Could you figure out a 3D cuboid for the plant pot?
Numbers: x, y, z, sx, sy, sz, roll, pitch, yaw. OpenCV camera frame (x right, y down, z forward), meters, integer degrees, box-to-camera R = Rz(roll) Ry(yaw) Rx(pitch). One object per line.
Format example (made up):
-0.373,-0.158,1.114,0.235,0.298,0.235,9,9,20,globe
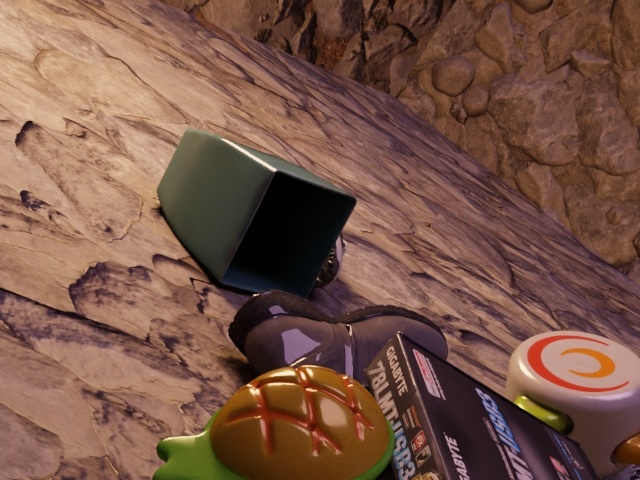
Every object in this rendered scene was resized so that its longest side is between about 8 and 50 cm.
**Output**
-0.110,-0.052,1.743,0.165,0.165,0.234,17,14,-47,plant pot

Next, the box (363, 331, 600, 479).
0.196,0.258,1.312,0.293,0.073,0.295,34,18,-23,box

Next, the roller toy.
0.348,0.226,1.724,0.209,0.146,0.191,1,27,-4,roller toy

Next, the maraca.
-0.030,0.148,0.898,0.185,0.099,0.127,-19,34,-39,maraca

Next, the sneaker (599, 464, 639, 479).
0.444,0.308,1.764,0.086,0.132,0.229,27,15,-22,sneaker

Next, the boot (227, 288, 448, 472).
0.061,0.181,1.473,0.338,0.118,0.223,8,33,-41,boot

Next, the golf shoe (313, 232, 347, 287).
0.000,0.000,1.910,0.120,0.105,0.273,34,13,-26,golf shoe
